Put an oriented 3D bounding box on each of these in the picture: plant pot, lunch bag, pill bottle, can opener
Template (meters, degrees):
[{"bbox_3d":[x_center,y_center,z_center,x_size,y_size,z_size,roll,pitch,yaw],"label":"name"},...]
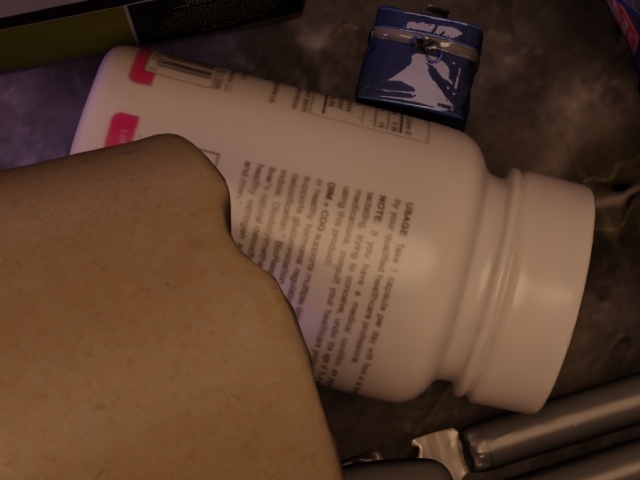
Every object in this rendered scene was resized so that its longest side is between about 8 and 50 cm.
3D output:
[{"bbox_3d":[-0.166,0.104,0.880,0.305,0.334,0.334,-20,88,-14],"label":"plant pot"},{"bbox_3d":[0.058,-0.102,1.132,0.067,0.098,0.065,12,84,3],"label":"lunch bag"},{"bbox_3d":[0.000,0.000,1.092,0.283,0.160,0.160,14,86,-1],"label":"pill bottle"},{"bbox_3d":[0.112,0.137,1.130,0.280,0.093,0.074,-16,87,-8],"label":"can opener"}]

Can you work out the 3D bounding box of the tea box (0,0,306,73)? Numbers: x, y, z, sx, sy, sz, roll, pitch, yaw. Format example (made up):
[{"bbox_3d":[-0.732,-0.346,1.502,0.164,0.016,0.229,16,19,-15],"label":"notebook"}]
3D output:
[{"bbox_3d":[-0.181,-0.210,1.015,0.329,0.323,0.220,-11,88,-4],"label":"tea box"}]

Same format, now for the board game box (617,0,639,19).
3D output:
[{"bbox_3d":[0.187,-0.319,1.098,0.302,0.086,0.308,-45,65,-4],"label":"board game box"}]

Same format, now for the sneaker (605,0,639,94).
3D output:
[{"bbox_3d":[0.218,-0.098,1.131,0.148,0.131,0.350,17,78,1],"label":"sneaker"}]
